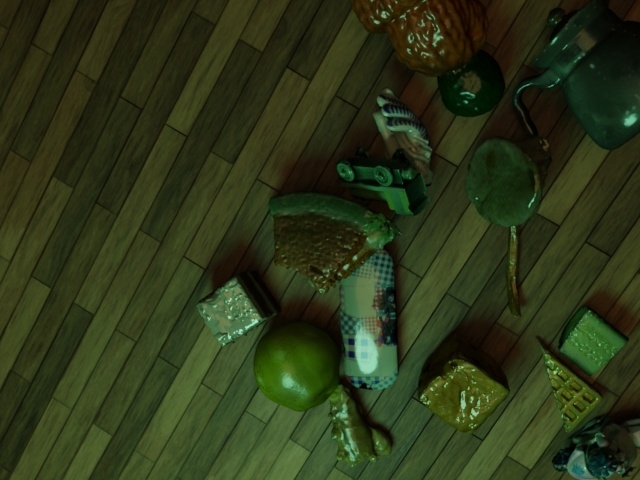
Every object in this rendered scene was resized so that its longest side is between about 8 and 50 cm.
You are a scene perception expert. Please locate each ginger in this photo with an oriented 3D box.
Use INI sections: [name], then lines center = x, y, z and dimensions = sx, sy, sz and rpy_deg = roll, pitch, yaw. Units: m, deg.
[ginger]
center = 0.068, 0.433, 1.460
dimensions = 0.115, 0.081, 0.205
rpy_deg = -38, 90, 0

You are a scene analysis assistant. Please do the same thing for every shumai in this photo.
[shumai]
center = 0.402, -0.130, 1.323
dimensions = 0.120, 0.201, 0.201
rpy_deg = -12, 97, -31

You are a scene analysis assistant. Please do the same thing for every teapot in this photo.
[teapot]
center = 0.532, -0.327, 1.259
dimensions = 0.223, 0.305, 0.285
rpy_deg = -38, 82, -24

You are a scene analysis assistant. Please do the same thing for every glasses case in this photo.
[glasses case]
center = 0.107, 0.172, 1.423
dimensions = 0.125, 0.076, 0.327
rpy_deg = -3, 96, 9

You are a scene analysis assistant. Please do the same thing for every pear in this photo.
[pear]
center = -0.050, 0.274, 1.408
dimensions = 0.198, 0.198, 0.198
rpy_deg = 1, 98, 9

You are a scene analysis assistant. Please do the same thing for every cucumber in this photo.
[cucumber]
center = 0.573, 0.211, 1.363
dimensions = 0.115, 0.062, 0.116
rpy_deg = 39, 109, 4

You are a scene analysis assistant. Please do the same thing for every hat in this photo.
[hat]
center = 0.203, -0.418, 1.255
dimensions = 0.286, 0.285, 0.399
rpy_deg = -15, 106, 11

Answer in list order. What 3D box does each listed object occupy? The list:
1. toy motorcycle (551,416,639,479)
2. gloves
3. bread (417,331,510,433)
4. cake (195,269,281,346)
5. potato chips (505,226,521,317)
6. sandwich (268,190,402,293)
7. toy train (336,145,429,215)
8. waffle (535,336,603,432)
[toy motorcycle]
center = 0.602, 0.436, 1.317
dimensions = 0.239, 0.204, 0.108
rpy_deg = -43, 78, 8
[gloves]
center = 0.174, -0.214, 1.354
dimensions = 0.119, 0.097, 0.229
rpy_deg = -1, 120, 50
[bread]
center = 0.305, 0.307, 1.376
dimensions = 0.158, 0.149, 0.143
rpy_deg = 41, 105, 2
[cake]
center = -0.183, 0.152, 1.431
dimensions = 0.135, 0.147, 0.134
rpy_deg = -34, 92, 10
[potato chips]
center = 0.417, 0.063, 1.384
dimensions = 0.026, 0.037, 0.203
rpy_deg = -1, 92, -1
[sandwich]
center = -0.004, -0.013, 1.366
dimensions = 0.292, 0.109, 0.212
rpy_deg = 29, 83, 22
[toy train]
center = 0.122, -0.123, 1.343
dimensions = 0.200, 0.083, 0.132
rpy_deg = 13, 135, 46
[waffle]
center = 0.508, 0.319, 1.407
dimensions = 0.191, 0.032, 0.125
rpy_deg = 39, 104, 4
